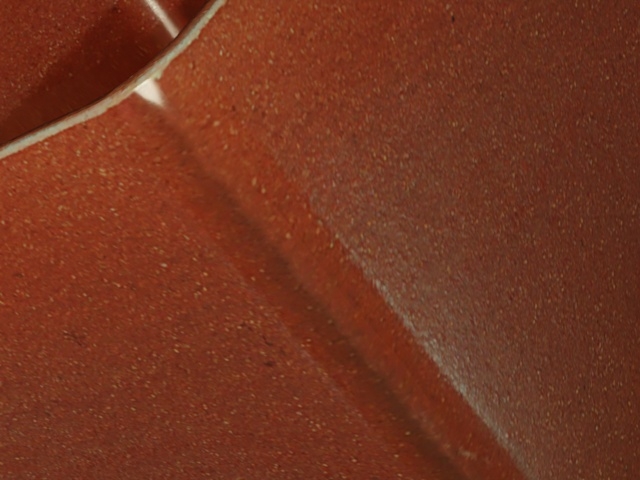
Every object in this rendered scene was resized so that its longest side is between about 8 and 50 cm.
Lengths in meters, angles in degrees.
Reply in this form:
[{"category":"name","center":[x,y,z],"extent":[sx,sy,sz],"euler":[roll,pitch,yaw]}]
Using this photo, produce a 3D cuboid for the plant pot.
[{"category":"plant pot","center":[0.000,0.000,0.572],"extent":[0.267,0.267,0.235],"euler":[-18,118,44]}]
